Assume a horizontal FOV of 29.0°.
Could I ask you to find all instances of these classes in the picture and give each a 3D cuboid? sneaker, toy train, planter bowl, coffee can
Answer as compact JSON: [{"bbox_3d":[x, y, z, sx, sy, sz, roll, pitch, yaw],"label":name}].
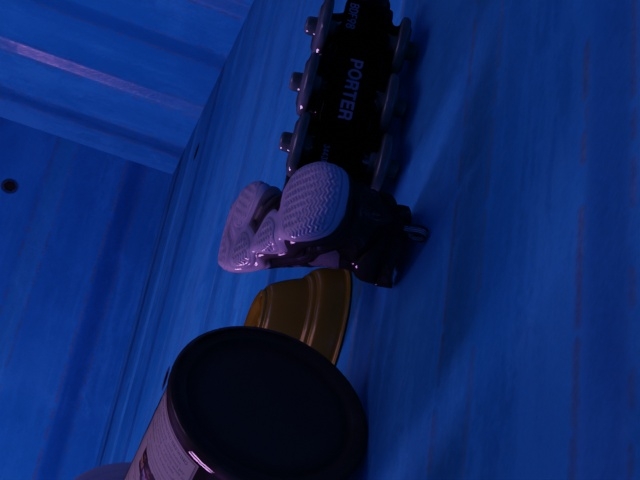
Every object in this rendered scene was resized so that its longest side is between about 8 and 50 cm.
[{"bbox_3d":[0.000,0.000,1.297,0.268,0.153,0.101,-18,54,60],"label":"sneaker"},{"bbox_3d":[0.023,-0.141,1.491,0.190,0.142,0.334,110,172,-59],"label":"toy train"},{"bbox_3d":[-0.045,0.118,1.495,0.217,0.090,0.217,-161,90,-78],"label":"planter bowl"},{"bbox_3d":[-0.097,0.252,1.265,0.202,0.201,0.275,-86,19,-50],"label":"coffee can"}]

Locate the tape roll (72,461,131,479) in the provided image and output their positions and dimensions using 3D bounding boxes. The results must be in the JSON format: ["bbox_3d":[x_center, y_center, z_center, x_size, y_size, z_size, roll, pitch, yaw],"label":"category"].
[{"bbox_3d":[-0.276,0.440,1.684,0.169,0.246,0.246,130,156,-58],"label":"tape roll"}]
